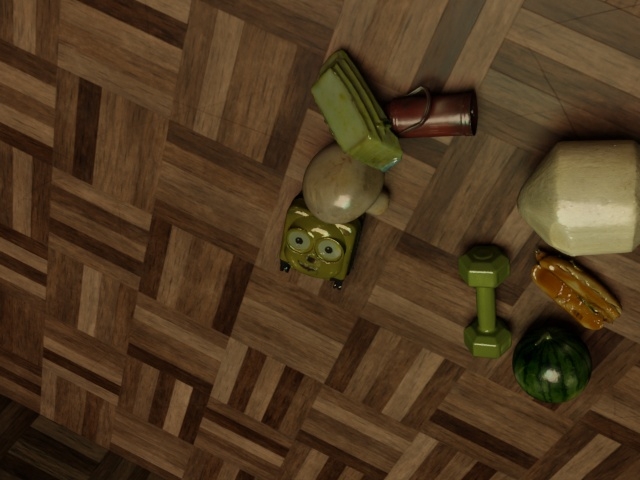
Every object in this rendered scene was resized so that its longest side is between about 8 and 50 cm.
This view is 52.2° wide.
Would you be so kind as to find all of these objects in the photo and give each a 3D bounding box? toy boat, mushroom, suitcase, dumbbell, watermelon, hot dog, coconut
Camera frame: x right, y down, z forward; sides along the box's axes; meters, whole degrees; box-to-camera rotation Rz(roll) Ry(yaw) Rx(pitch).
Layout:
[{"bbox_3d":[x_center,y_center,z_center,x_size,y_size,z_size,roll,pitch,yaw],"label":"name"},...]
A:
[{"bbox_3d":[0.070,-0.271,1.402,0.111,0.084,0.276,-35,82,51],"label":"toy boat"},{"bbox_3d":[0.062,-0.137,1.524,0.206,0.209,0.206,2,94,27],"label":"mushroom"},{"bbox_3d":[0.000,0.000,1.652,0.194,0.143,0.235,19,128,10],"label":"suitcase"},{"bbox_3d":[0.409,0.155,1.615,0.108,0.121,0.302,23,135,43],"label":"dumbbell"},{"bbox_3d":[0.564,0.293,1.598,0.188,0.188,0.214,-5,119,25],"label":"watermelon"},{"bbox_3d":[0.598,0.115,1.533,0.269,0.072,0.109,40,127,-10],"label":"hot dog"},{"bbox_3d":[0.534,-0.085,1.316,0.266,0.237,0.237,1,124,17],"label":"coconut"}]

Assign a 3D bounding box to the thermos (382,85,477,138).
[{"bbox_3d":[0.217,-0.265,1.411,0.232,0.099,0.124,0,159,24],"label":"thermos"}]
